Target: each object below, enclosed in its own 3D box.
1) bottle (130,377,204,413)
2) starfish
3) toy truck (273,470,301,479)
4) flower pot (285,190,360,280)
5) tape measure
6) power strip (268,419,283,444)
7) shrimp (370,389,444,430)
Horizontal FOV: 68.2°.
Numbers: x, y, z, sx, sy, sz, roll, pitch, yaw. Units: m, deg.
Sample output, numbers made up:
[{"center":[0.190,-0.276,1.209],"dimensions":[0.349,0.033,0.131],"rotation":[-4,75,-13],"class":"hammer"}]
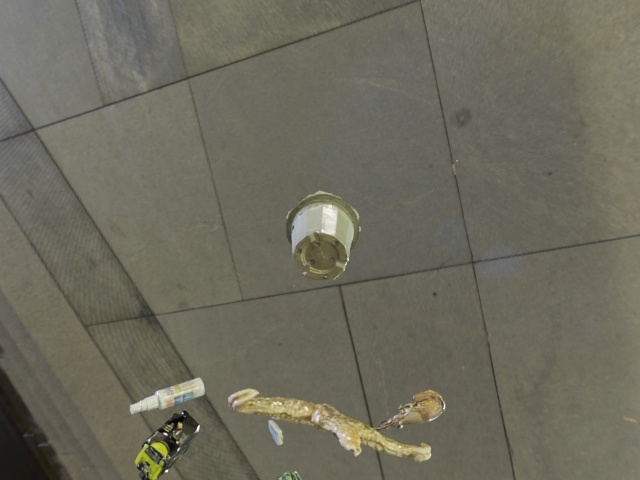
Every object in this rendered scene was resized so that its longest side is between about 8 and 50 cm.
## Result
[{"center":[-0.465,0.477,1.441],"dimensions":[0.060,0.217,0.060],"rotation":[16,110,53],"class":"bottle"},{"center":[0.021,0.419,1.077],"dimensions":[0.432,0.324,0.082],"rotation":[10,70,23],"class":"starfish"},{"center":[-0.057,0.783,1.311],"dimensions":[0.128,0.135,0.259],"rotation":[-33,88,-2],"class":"toy truck"},{"center":[0.000,0.000,1.685],"dimensions":[0.290,0.259,0.290],"rotation":[2,115,3],"class":"flower pot"},{"center":[-0.476,0.630,1.431],"dimensions":[0.112,0.199,0.186],"rotation":[39,118,12],"class":"tape measure"},{"center":[-0.128,0.543,1.339],"dimensions":[0.016,0.090,0.040],"rotation":[-6,96,-24],"class":"power strip"},{"center":[0.290,0.577,1.613],"dimensions":[0.262,0.066,0.117],"rotation":[-15,99,2],"class":"shrimp"}]
